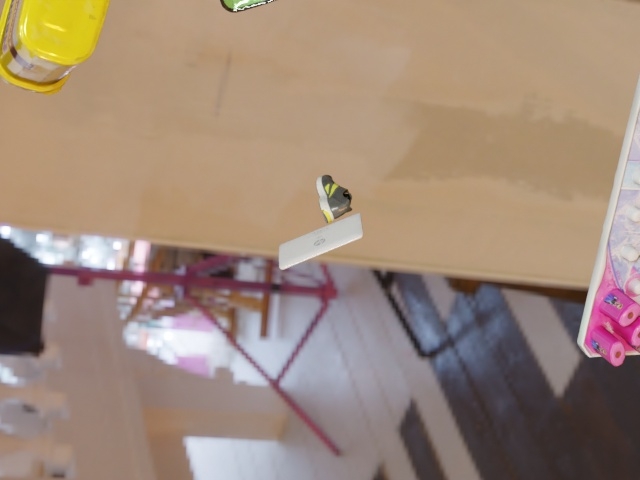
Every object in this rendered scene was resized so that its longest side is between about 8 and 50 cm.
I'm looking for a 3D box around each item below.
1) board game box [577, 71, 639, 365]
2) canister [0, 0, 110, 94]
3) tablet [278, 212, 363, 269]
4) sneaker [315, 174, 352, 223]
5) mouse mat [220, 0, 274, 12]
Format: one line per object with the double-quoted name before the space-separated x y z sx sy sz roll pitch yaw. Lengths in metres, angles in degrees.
"board game box" 0.473 -0.058 1.385 0.050 0.390 0.390 -137 52 -57
"canister" -0.229 -0.199 1.168 0.170 0.073 0.126 177 108 -70
"tablet" 0.000 0.000 1.255 0.054 0.083 0.006 -93 -21 -66
"sneaker" 0.017 -0.046 1.454 0.083 0.035 0.031 -98 -10 -57
"mouse mat" -0.049 -0.326 1.285 0.007 0.152 0.190 -59 -47 -75
